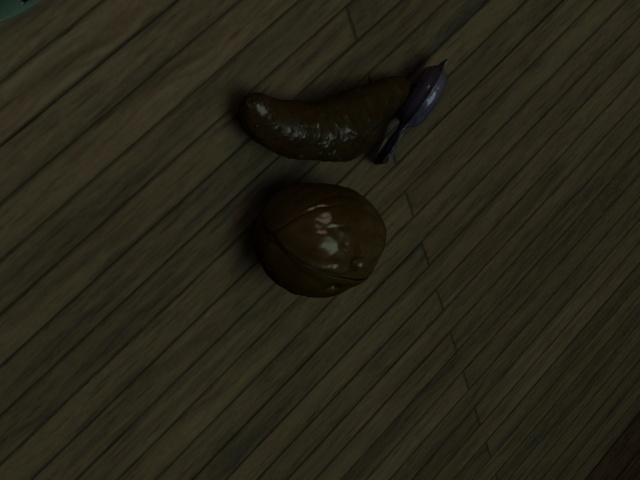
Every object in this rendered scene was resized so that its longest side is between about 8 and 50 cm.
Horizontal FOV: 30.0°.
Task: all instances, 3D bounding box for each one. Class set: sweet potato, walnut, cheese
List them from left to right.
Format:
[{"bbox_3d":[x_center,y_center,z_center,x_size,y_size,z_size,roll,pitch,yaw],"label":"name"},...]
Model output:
[{"bbox_3d":[0.000,0.000,1.702,0.207,0.167,0.167,9,105,-48],"label":"walnut"},{"bbox_3d":[0.020,-0.165,1.679,0.341,0.092,0.114,-14,105,-44],"label":"sweet potato"},{"bbox_3d":[0.138,-0.195,1.807,0.042,0.105,0.191,34,88,-8],"label":"cheese"}]

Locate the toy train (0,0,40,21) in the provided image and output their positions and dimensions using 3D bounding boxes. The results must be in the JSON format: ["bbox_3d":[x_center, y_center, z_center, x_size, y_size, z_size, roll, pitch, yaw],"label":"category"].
[{"bbox_3d":[-0.248,-0.368,1.265,0.407,0.086,0.088,-53,147,-11],"label":"toy train"}]
